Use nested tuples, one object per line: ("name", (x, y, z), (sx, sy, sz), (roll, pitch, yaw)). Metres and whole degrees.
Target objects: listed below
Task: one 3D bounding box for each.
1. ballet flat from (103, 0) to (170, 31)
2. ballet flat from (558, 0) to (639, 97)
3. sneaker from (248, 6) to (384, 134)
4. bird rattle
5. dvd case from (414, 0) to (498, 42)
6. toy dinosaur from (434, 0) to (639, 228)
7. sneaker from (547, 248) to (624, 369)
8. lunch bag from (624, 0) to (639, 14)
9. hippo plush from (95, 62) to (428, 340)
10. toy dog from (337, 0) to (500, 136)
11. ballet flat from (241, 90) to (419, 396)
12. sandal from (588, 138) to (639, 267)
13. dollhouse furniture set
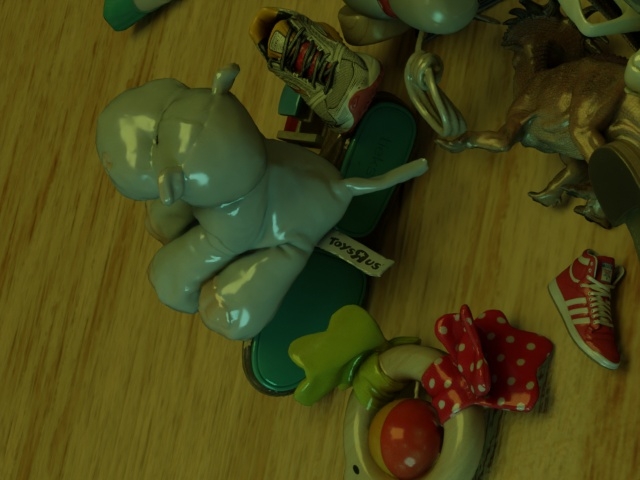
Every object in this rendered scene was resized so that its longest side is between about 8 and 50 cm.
("ballet flat", (-0.202, -0.370, 2.156), (0.087, 0.083, 0.247), (40, 106, 34))
("ballet flat", (0.286, -0.187, 1.441), (0.316, 0.106, 0.107), (51, 157, 22))
("sneaker", (-0.011, -0.180, 1.713), (0.088, 0.093, 0.225), (-61, 33, 10))
("bird rattle", (0.101, 0.161, 1.591), (0.253, 0.143, 0.207), (4, 88, 35))
("dvd case", (0.181, -0.327, 1.758), (0.221, 0.018, 0.164), (-25, 57, 39))
("toy dinosaur", (0.246, -0.133, 1.530), (0.296, 0.127, 0.200), (23, 85, 44))
("sneaker", (0.253, 0.058, 1.493), (0.067, 0.042, 0.118), (-51, 41, 25))
("lunch bag", (0.370, -0.294, 1.270), (0.212, 0.256, 0.305), (43, 81, 5))
("hippo plush", (-0.103, -0.038, 1.609), (0.294, 0.236, 0.234), (16, 81, 34))
("toy dog", (0.107, -0.276, 1.678), (0.161, 0.220, 0.333), (-28, 43, -10))
("ballet flat", (0.000, 0.000, 1.759), (0.342, 0.116, 0.124), (-69, 20, -2))
("sandal", (0.316, 0.018, 1.410), (0.088, 0.079, 0.240), (-31, 81, 62))
("dollhouse furniture set", (-0.070, -0.116, 1.857), (0.129, 0.129, 0.183), (11, 83, 49))
